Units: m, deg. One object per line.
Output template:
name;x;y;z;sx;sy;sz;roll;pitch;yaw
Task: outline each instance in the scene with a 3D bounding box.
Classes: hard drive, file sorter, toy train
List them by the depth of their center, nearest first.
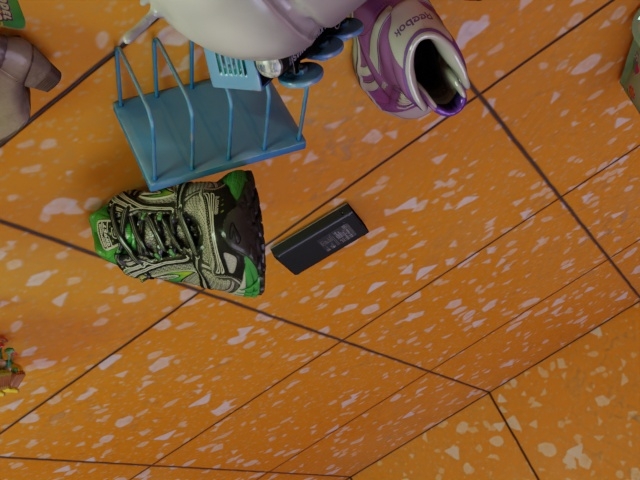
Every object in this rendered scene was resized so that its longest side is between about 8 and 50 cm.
toy train;-0.031;-0.204;0.871;0.184;0.105;0.080;-56;147;-44
file sorter;-0.111;-0.146;0.941;0.170;0.118;0.104;-18;149;-19
hard drive;0.000;0.000;1.416;0.135;0.022;0.094;-31;154;7

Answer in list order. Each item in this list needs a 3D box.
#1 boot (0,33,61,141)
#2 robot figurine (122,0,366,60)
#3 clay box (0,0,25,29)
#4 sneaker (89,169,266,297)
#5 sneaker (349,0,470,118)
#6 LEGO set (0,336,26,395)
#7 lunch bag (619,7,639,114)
boot;-0.300;-0.143;0.859;0.118;0.042;0.087;-40;145;22
robot figurine;-0.008;-0.273;0.694;0.353;0.199;0.300;-36;-169;13
clay box;-0.329;-0.185;0.647;0.222;0.127;0.053;-1;144;-41
sneaker;-0.159;0.002;1.015;0.146;0.134;0.343;-7;180;-27
sneaker;0.106;-0.176;1.043;0.102;0.161;0.282;-31;155;4
LEGO set;-0.460;0.142;1.195;0.132;0.107;0.287;-1;173;30
lunch bag;0.530;-0.230;1.268;0.160;0.223;0.262;-20;153;-3
